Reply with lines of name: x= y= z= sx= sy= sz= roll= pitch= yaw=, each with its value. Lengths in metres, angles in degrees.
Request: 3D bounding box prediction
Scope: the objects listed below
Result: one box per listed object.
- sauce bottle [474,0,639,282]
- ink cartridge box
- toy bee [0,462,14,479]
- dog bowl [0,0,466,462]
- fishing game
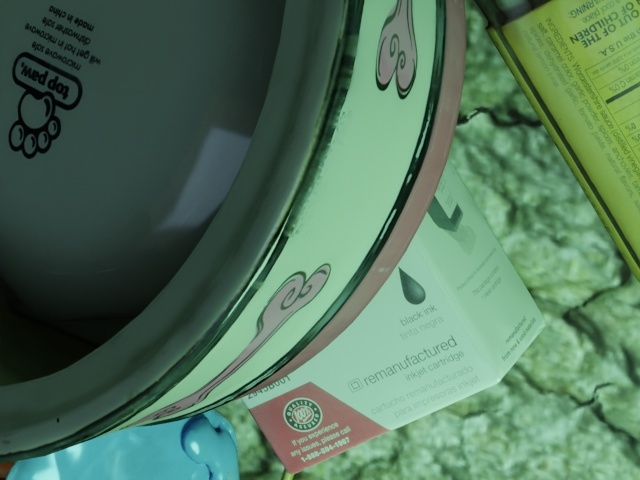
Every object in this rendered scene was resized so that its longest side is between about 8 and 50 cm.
sauce bottle: x=0.199 y=-0.018 z=0.881 sx=0.111 sy=0.111 sz=0.344 roll=-26 pitch=100 yaw=31
ink cartridge box: x=0.000 y=0.000 z=0.987 sx=0.158 sy=0.092 sz=0.218 roll=-28 pitch=96 yaw=30
toy bee: x=-0.179 y=0.096 z=1.095 sx=0.195 sy=0.162 sz=0.298 roll=26 pitch=110 yaw=48
dog bowl: x=-0.105 y=-0.089 z=0.874 sx=0.408 sy=0.150 sz=0.408 roll=-8 pitch=76 yaw=36
fishing game: x=-0.123 y=0.166 z=1.020 sx=0.041 sy=0.264 sz=0.189 roll=19 pitch=98 yaw=44
